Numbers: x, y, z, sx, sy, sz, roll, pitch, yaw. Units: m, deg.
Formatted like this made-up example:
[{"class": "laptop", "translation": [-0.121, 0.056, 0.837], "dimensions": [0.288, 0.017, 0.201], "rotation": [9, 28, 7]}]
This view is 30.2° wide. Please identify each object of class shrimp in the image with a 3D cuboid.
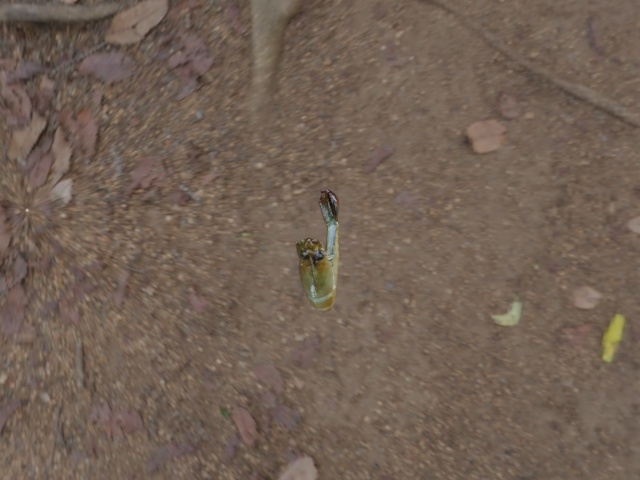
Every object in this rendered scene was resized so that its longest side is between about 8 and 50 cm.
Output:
[{"class": "shrimp", "translation": [0.000, 0.000, 0.799], "dimensions": [0.023, 0.114, 0.083], "rotation": [3, 71, 10]}]
